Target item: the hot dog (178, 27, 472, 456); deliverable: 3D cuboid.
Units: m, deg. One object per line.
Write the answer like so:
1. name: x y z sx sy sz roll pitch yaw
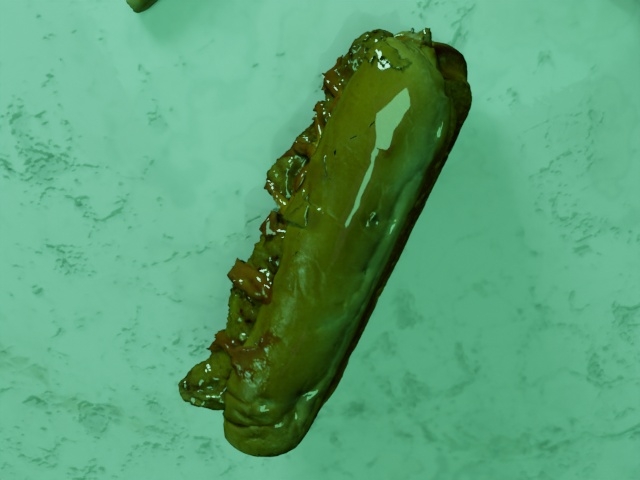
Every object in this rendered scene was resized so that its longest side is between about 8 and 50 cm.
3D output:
1. hot dog: 0.000 0.000 0.635 0.117 0.158 0.349 27 111 9

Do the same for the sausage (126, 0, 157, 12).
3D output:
1. sausage: -0.095 -0.218 0.621 0.132 0.024 0.024 -43 104 11
